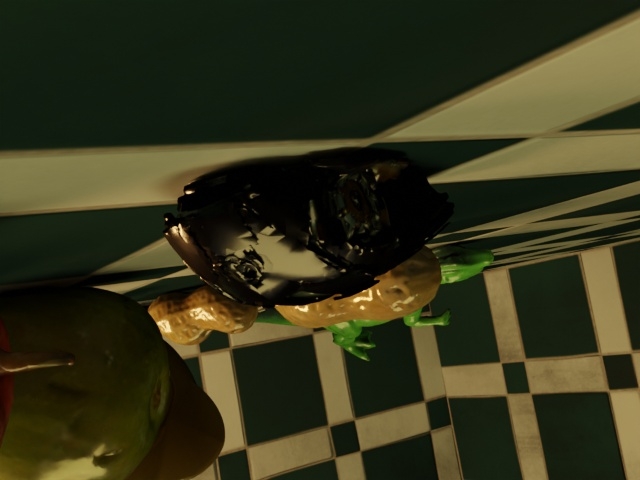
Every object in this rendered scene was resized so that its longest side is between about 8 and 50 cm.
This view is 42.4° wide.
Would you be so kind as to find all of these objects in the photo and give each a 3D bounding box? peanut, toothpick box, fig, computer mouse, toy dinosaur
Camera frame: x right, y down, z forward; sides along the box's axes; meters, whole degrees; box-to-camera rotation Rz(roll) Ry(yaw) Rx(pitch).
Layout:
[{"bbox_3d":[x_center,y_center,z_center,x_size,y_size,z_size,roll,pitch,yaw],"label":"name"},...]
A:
[{"bbox_3d":[-0.180,0.113,1.260,0.192,0.089,0.089,-13,174,29],"label":"peanut"},{"bbox_3d":[-0.425,0.344,1.488,0.425,0.409,0.408,-27,165,39],"label":"toothpick box"},{"bbox_3d":[-0.313,0.168,0.867,0.314,0.233,0.233,-15,175,-12],"label":"fig"},{"bbox_3d":[0.038,0.061,1.060,0.263,0.101,0.117,-13,154,31],"label":"peanut"},{"bbox_3d":[0.000,0.000,0.518,0.146,0.078,0.241,-12,174,35],"label":"computer mouse"},{"bbox_3d":[0.004,0.098,1.423,0.499,0.144,0.374,2,156,-16],"label":"toy dinosaur"}]

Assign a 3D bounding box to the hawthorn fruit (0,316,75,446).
[{"bbox_3d":[-0.241,0.088,0.432,0.225,0.197,0.196,-16,175,-4],"label":"hawthorn fruit"}]

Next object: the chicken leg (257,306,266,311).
[{"bbox_3d":[-0.122,0.096,1.377,0.205,0.053,0.093,-11,176,14],"label":"chicken leg"}]
